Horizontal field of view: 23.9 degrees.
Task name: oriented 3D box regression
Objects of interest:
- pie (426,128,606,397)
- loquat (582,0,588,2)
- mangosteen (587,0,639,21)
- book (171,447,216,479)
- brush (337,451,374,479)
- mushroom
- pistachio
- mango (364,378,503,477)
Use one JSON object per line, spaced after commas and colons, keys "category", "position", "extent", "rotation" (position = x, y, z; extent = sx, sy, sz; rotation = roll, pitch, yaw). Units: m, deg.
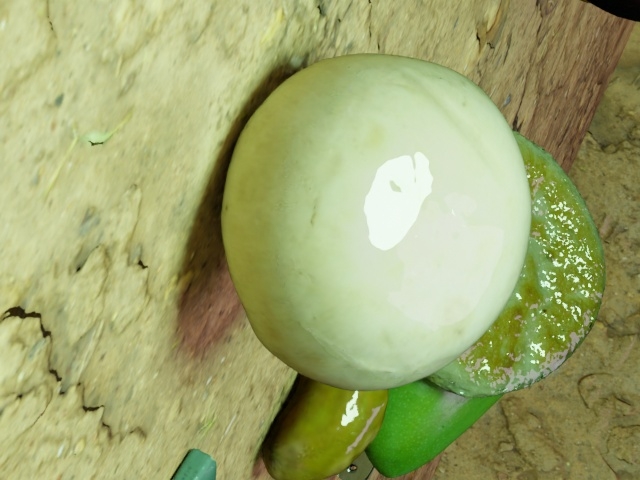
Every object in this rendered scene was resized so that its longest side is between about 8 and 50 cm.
{"category": "pie", "position": [0.195, 0.025, 1.729], "extent": [0.323, 0.323, 0.070], "rotation": [-62, -159, -16]}
{"category": "loquat", "position": [0.361, -0.371, 1.929], "extent": [0.141, 0.141, 0.141], "rotation": [-60, 166, -26]}
{"category": "mangosteen", "position": [0.387, -0.406, 1.680], "extent": [0.347, 0.307, 0.307], "rotation": [-93, -168, -49]}
{"category": "book", "position": [-0.193, 0.387, 1.281], "extent": [0.379, 0.031, 0.264], "rotation": [-55, 163, -39]}
{"category": "brush", "position": [0.106, 0.179, 2.060], "extent": [0.065, 0.070, 0.327], "rotation": [48, 67, -87]}
{"category": "mushroom", "position": [0.030, -0.020, 1.106], "extent": [0.246, 0.202, 0.246], "rotation": [-13, 113, -32]}
{"category": "pistachio", "position": [0.016, 0.178, 1.587], "extent": [0.100, 0.110, 0.189], "rotation": [47, 63, -41]}
{"category": "mango", "position": [0.162, 0.119, 1.855], "extent": [0.382, 0.201, 0.225], "rotation": [-59, 169, -18]}
